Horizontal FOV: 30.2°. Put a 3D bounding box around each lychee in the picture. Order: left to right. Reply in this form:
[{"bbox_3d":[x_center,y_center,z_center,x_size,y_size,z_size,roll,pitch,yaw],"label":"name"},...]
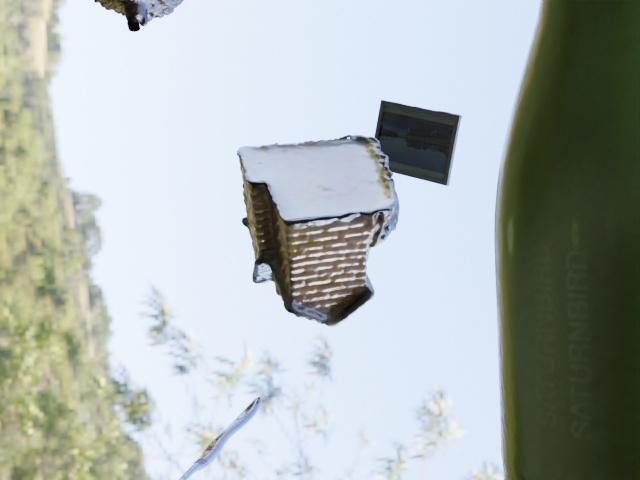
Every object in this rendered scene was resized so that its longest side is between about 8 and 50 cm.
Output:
[{"bbox_3d":[-0.279,-0.422,1.802,0.200,0.200,0.238,140,-45,-63],"label":"lychee"}]

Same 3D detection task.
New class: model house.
[{"bbox_3d":[0.000,0.000,1.323,0.183,0.166,0.172,-113,-159,-57],"label":"model house"}]

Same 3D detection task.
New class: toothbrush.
[{"bbox_3d":[-0.090,0.180,1.021,0.013,0.193,0.019,-7,-73,24],"label":"toothbrush"}]

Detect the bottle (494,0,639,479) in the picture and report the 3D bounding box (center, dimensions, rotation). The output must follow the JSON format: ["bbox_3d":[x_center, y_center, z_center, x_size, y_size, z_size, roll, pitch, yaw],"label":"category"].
[{"bbox_3d":[0.117,0.000,0.419,0.112,0.112,0.260,-169,-105,-66],"label":"bottle"}]

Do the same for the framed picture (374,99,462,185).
[{"bbox_3d":[0.144,-0.151,1.826,0.149,0.011,0.109,16,-79,36],"label":"framed picture"}]
